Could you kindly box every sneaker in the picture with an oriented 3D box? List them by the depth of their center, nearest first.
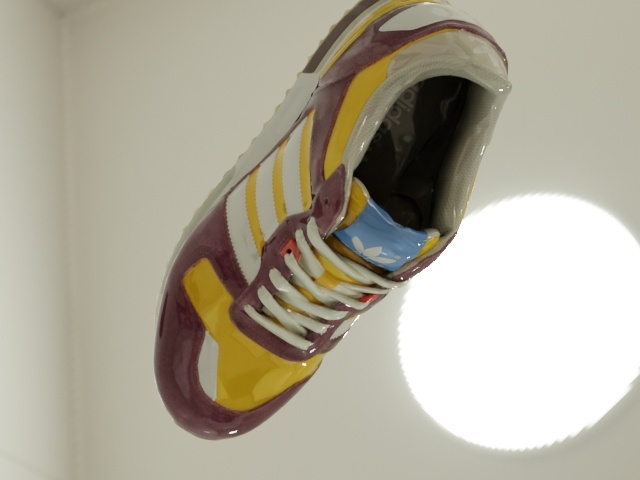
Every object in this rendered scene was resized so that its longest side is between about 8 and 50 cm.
[{"bbox_3d":[0.000,0.000,0.636,0.185,0.069,0.084,-61,-157,14],"label":"sneaker"}]
